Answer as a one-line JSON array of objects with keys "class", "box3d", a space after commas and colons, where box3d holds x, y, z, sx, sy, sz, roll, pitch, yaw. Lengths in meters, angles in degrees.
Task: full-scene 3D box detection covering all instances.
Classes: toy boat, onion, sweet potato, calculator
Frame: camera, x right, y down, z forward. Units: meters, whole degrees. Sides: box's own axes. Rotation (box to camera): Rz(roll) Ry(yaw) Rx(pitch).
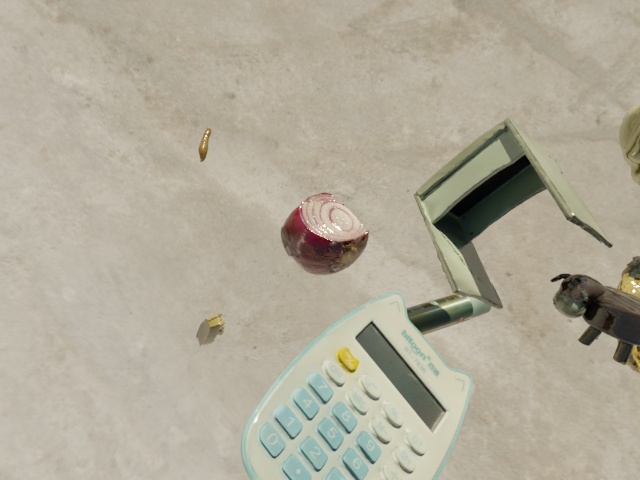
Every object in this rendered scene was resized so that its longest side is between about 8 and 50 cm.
[{"class": "toy boat", "box3d": [-0.341, 0.284, 1.423, 0.072, 0.206, 0.064, -14, 69, -34]}, {"class": "onion", "box3d": [-0.002, 0.004, 1.318, 0.206, 0.206, 0.216, -17, 49, -29]}, {"class": "sweet potato", "box3d": [-0.300, -0.255, 1.165, 0.026, 0.026, 0.115, 12, 65, -12]}, {"class": "calculator", "box3d": [0.062, 0.248, 0.630, 0.256, 0.054, 0.386, 50, 47, 5]}]

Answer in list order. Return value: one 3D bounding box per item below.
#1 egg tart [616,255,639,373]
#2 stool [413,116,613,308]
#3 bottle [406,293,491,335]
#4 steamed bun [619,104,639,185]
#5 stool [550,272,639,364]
[{"class": "egg tart", "box3d": [0.909, 0.208, 1.196, 0.342, 0.129, 0.340, 1, 89, -28]}, {"class": "stool", "box3d": [0.358, -0.049, 0.881, 0.170, 0.244, 0.269, 21, 43, -35]}, {"class": "bottle", "box3d": [0.336, 0.197, 1.225, 0.286, 0.082, 0.082, -12, 80, -23]}, {"class": "steamed bun", "box3d": [0.905, -0.236, 1.088, 0.276, 0.203, 0.288, -11, 84, 27]}, {"class": "stool", "box3d": [0.533, 0.142, 0.845, 0.217, 0.125, 0.121, 22, 111, 8]}]
